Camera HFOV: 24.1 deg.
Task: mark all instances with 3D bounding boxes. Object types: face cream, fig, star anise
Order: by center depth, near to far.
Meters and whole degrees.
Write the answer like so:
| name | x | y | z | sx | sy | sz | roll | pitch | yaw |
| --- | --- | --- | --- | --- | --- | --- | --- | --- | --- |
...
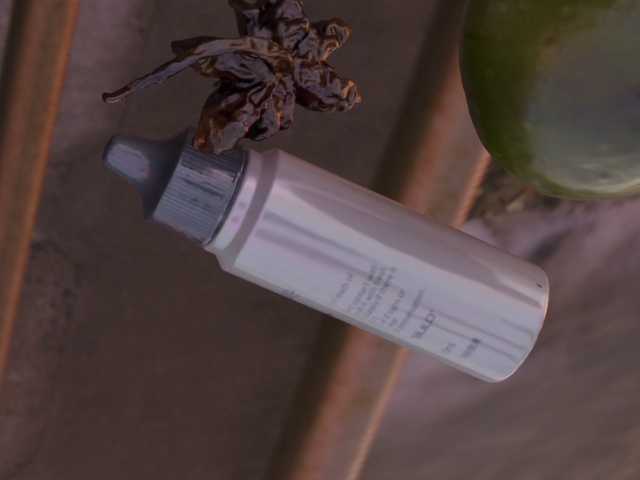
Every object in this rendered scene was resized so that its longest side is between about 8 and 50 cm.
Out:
| name | x | y | z | sx | sy | sz | roll | pitch | yaw |
| --- | --- | --- | --- | --- | --- | --- | --- | --- | --- |
| fig | 0.184 | -0.111 | 0.905 | 0.181 | 0.191 | 0.181 | -8 | 102 | -42 |
| star anise | -0.053 | -0.103 | 0.911 | 0.191 | 0.070 | 0.097 | -23 | 104 | -31 |
| face cream | 0.000 | 0.000 | 1.001 | 0.311 | 0.092 | 0.092 | 23 | 116 | -15 |
